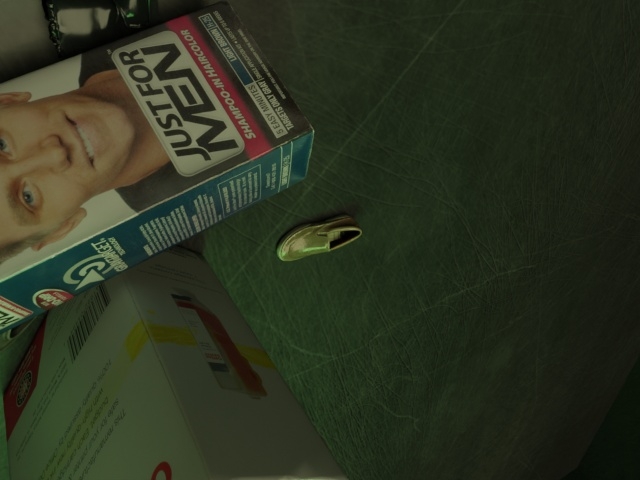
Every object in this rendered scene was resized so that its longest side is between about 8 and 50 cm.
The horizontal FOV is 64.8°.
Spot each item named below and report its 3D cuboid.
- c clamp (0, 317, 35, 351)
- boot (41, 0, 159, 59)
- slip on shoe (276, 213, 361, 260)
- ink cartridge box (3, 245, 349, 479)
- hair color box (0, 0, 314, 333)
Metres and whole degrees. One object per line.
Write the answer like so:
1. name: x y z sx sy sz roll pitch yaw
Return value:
1. c clamp: -0.307 0.048 0.554 0.022 0.137 0.160 30 117 -9
2. boot: -0.205 -0.225 0.470 0.099 0.045 0.121 -15 130 -26
3. slip on shoe: 0.000 0.000 0.766 0.135 0.041 0.051 -19 128 -24
4. ink cartridge box: -0.188 0.203 0.534 0.160 0.385 0.279 24 104 -42
5. hair color box: -0.198 -0.072 0.474 0.347 0.174 0.105 -29 166 -15
